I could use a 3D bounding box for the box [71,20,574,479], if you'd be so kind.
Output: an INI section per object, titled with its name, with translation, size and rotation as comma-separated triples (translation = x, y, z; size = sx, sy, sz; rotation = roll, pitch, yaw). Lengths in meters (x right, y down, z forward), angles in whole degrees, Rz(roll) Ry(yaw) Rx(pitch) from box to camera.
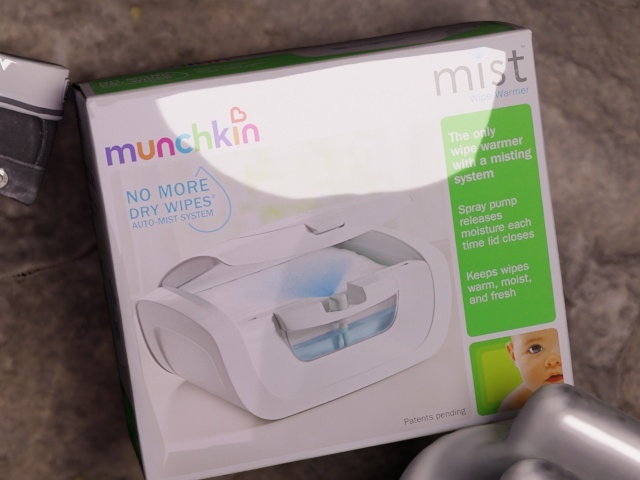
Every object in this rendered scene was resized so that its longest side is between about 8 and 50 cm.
[box]
translation = 0.000, 0.000, 1.089
size = 0.262, 0.127, 0.231
rotation = -9, 101, -10

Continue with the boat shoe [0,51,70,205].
[boat shoe]
translation = -0.297, -0.084, 1.028
size = 0.301, 0.108, 0.102
rotation = 13, 93, -20

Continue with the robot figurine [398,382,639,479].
[robot figurine]
translation = 0.097, 0.249, 1.053
size = 0.199, 0.300, 0.353
rotation = 30, 125, 5
